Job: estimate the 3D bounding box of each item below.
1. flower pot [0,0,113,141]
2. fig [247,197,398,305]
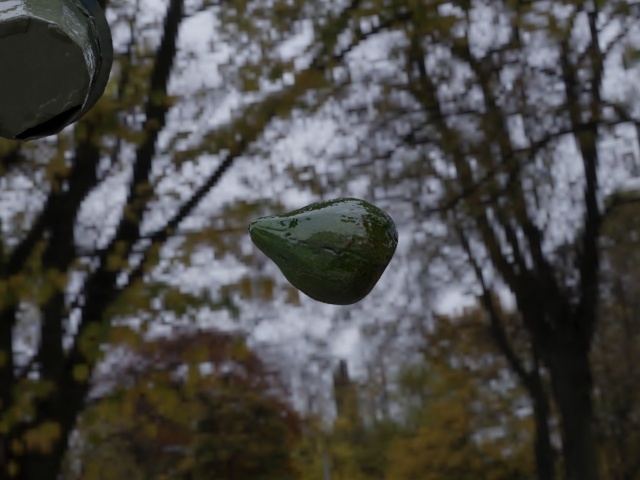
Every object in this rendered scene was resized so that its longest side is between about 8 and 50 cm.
[{"bbox_3d":[-0.340,-0.197,1.713,0.212,0.212,0.202,-3,21,-10],"label":"flower pot"},{"bbox_3d":[0.000,0.000,1.627,0.156,0.123,0.123,27,-22,0],"label":"fig"}]
